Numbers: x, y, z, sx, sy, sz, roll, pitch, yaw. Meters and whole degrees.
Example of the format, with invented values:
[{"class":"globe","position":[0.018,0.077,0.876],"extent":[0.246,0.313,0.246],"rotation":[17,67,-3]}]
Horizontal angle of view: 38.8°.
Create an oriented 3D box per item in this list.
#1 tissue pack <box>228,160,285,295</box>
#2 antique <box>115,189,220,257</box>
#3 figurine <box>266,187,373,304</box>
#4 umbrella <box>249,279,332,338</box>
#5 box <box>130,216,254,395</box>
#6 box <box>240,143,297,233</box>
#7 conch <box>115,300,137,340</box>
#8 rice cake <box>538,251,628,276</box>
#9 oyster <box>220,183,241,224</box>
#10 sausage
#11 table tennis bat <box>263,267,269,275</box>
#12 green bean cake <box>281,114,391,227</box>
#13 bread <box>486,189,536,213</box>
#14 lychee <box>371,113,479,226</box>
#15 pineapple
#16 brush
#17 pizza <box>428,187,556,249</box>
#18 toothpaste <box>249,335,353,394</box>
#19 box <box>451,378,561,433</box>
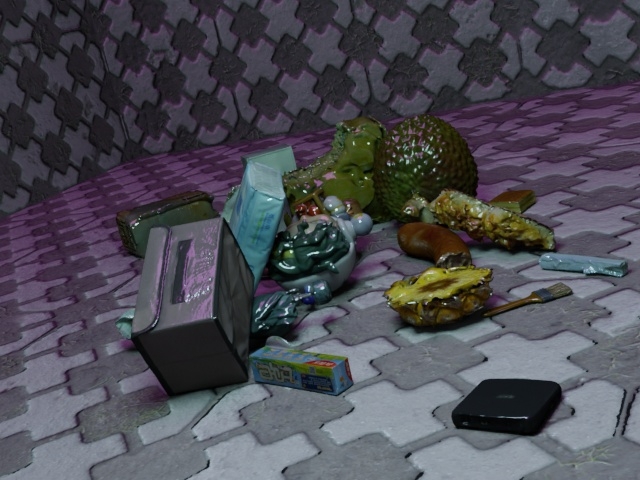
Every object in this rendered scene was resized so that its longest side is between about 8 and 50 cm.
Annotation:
[{"class":"tissue pack","position":[-0.145,-0.012,1.875],"extent":[0.089,0.263,0.177],"rotation":[13,22,-11]},{"class":"antique","position":[-0.438,-0.057,2.665],"extent":[0.284,0.125,0.150],"rotation":[-21,19,-24]},{"class":"figurine","position":[0.002,-0.003,1.971],"extent":[0.261,0.186,0.382],"rotation":[-34,9,25]},{"class":"umbrella","position":[-0.142,0.152,1.738],"extent":[0.349,0.094,0.143],"rotation":[-18,39,5]},{"class":"box","position":[-0.216,0.112,1.608],"extent":[0.153,0.188,0.252],"rotation":[-11,44,11]},{"class":"box","position":[-0.125,-0.139,2.499],"extent":[0.129,0.225,0.086],"rotation":[-17,16,-13]},{"class":"conch","position":[-0.334,0.156,1.879],"extent":[0.153,0.102,0.135],"rotation":[-48,33,-2]},{"class":"rice cake","position":[0.488,0.044,1.699],"extent":[0.042,0.030,0.180],"rotation":[-19,16,-37]},{"class":"oyster","position":[-0.204,-0.046,2.278],"extent":[0.199,0.252,0.087],"rotation":[-15,-30,35]},{"class":"sausage","position":[0.247,0.016,1.917],"extent":[0.103,0.076,0.302],"rotation":[-13,15,-9]},{"class":"table tennis bat","position":[-0.234,0.073,2.162],"extent":[0.274,0.021,0.154],"rotation":[0,-2,21]},{"class":"green bean cake","position":[0.038,-0.158,2.329],"extent":[0.310,0.285,0.202],"rotation":[-17,20,-4]},{"class":"bread","position":[0.460,-0.092,2.193],"extent":[0.090,0.035,0.094],"rotation":[-1,20,40]},{"class":"lychee","position":[0.250,-0.154,2.170],"extent":[0.270,0.270,0.320],"rotation":[3,66,45]},{"class":"pineapple","position":[0.218,0.103,1.640],"extent":[0.225,0.076,0.225],"rotation":[-13,13,3]},{"class":"brush","position":[0.364,0.109,1.617],"extent":[0.170,0.014,0.043],"rotation":[-17,18,-8]},{"class":"pizza","position":[0.352,-0.034,1.911],"extent":[0.305,0.085,0.161],"rotation":[23,0,37]},{"class":"toothpaste","position":[-0.037,0.205,1.510],"extent":[0.193,0.070,0.044],"rotation":[1,19,42]},{"class":"box","position":[0.262,0.228,1.268],"extent":[0.126,0.027,0.125],"rotation":[-3,16,37]}]
